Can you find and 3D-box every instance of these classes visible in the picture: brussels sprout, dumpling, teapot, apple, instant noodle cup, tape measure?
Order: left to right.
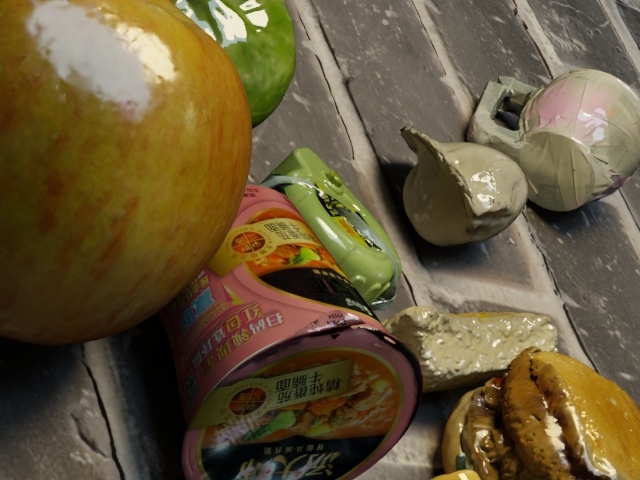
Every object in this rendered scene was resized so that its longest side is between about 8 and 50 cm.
[{"bbox_3d":[-0.244,-0.108,1.731,0.400,0.334,0.400,26,24,-13],"label":"apple"},{"bbox_3d":[-0.144,-0.216,2.126,0.244,0.244,0.244,29,35,-23],"label":"brussels sprout"},{"bbox_3d":[-0.056,0.086,1.873,0.244,0.244,0.255,15,33,-38],"label":"instant noodle cup"},{"bbox_3d":[0.000,0.000,2.125,0.200,0.106,0.175,50,19,6],"label":"tape measure"},{"bbox_3d":[0.155,-0.071,2.354,0.172,0.142,0.247,49,3,7],"label":"dumpling"},{"bbox_3d":[0.308,-0.141,2.577,0.221,0.163,0.178,45,39,0],"label":"teapot"}]

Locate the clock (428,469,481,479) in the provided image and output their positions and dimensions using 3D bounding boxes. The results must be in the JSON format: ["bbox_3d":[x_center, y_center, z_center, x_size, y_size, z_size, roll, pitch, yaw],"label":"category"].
[{"bbox_3d":[0.086,0.293,1.771,0.143,0.202,0.096,-21,63,-16],"label":"clock"}]

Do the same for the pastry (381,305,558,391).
[{"bbox_3d":[0.149,0.115,2.139,0.258,0.121,0.089,-1,68,-50],"label":"pastry"}]

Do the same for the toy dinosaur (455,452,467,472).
[{"bbox_3d":[0.180,0.303,1.934,0.383,0.076,0.129,45,-5,-37],"label":"toy dinosaur"}]

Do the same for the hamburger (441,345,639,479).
[{"bbox_3d":[0.252,0.234,2.088,0.244,0.163,0.244,37,24,-19],"label":"hamburger"}]
